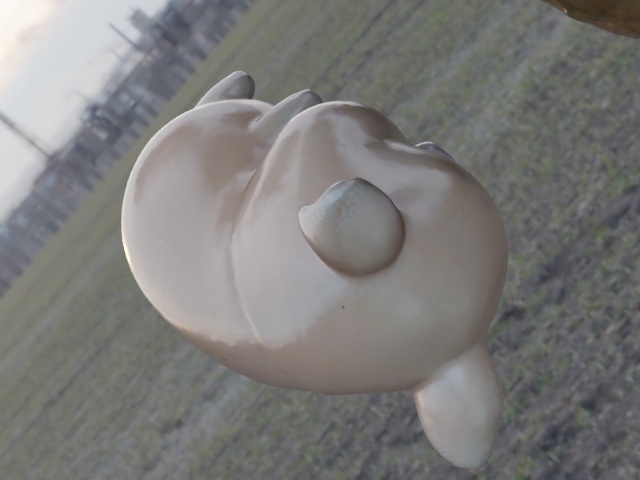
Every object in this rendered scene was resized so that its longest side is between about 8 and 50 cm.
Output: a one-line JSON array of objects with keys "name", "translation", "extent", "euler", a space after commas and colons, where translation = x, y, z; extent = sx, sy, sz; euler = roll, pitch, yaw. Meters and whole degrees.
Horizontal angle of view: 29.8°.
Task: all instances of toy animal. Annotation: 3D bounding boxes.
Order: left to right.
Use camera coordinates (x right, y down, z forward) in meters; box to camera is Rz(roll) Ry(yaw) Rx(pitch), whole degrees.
[{"name": "toy animal", "translation": [-0.009, 0.000, 0.631], "extent": [0.250, 0.166, 0.154], "euler": [20, 77, 54]}]

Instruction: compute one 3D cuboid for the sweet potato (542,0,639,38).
[{"name": "sweet potato", "translation": [0.065, -0.227, 0.689], "extent": [0.131, 0.336, 0.131], "euler": [-161, 90, -80]}]
